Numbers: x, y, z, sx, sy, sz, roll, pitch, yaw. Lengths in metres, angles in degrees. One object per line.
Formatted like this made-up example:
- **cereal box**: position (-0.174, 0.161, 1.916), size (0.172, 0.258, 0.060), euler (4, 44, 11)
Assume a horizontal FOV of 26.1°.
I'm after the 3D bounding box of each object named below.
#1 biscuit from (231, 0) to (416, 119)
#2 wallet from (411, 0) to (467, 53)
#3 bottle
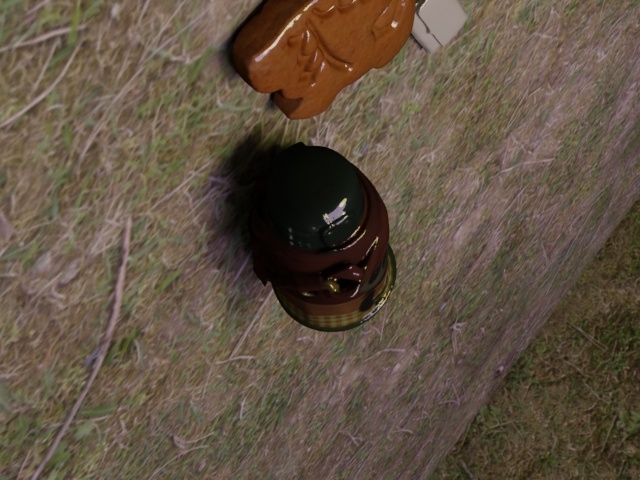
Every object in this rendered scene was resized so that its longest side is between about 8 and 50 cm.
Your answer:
- **biscuit**: position (0.041, -0.238, 1.198), size (0.284, 0.043, 0.306), euler (-23, 144, -54)
- **wallet**: position (0.115, -0.231, 1.406), size (0.061, 0.025, 0.122), euler (-48, 161, 5)
- **bottle**: position (0.000, 0.000, 1.337), size (0.143, 0.156, 0.271), euler (-32, 161, -6)
